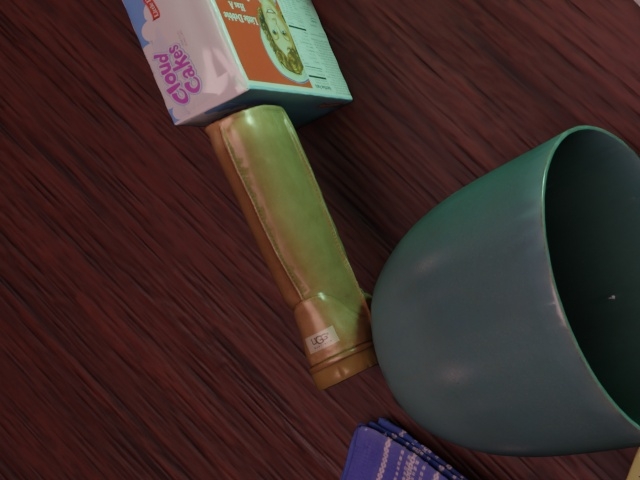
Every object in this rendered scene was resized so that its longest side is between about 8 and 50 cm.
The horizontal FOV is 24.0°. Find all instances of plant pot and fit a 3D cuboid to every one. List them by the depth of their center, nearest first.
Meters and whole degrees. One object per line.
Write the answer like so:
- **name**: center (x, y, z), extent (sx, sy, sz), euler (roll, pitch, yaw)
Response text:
- **plant pot**: center (0.191, 0.071, 1.402), extent (0.235, 0.293, 0.293), euler (-22, 84, 36)

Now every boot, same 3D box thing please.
- **boot**: center (0.000, 0.000, 1.487), extent (0.089, 0.236, 0.269), euler (-25, 86, 13)

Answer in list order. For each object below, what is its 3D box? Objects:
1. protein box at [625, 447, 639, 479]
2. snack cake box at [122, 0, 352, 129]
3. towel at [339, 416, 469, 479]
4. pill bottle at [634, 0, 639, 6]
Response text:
- **protein box**: center (0.368, 0.308, 1.408), extent (0.201, 0.136, 0.199), euler (23, 101, 19)
- **snack cake box**: center (-0.078, -0.194, 1.502), extent (0.089, 0.264, 0.152), euler (-24, 83, 22)
- **towel**: center (0.111, 0.353, 1.494), extent (0.336, 0.040, 0.243), euler (32, 107, 45)
- **pill bottle**: center (0.360, -0.264, 1.421), extent (0.078, 0.078, 0.137), euler (48, 108, 14)
